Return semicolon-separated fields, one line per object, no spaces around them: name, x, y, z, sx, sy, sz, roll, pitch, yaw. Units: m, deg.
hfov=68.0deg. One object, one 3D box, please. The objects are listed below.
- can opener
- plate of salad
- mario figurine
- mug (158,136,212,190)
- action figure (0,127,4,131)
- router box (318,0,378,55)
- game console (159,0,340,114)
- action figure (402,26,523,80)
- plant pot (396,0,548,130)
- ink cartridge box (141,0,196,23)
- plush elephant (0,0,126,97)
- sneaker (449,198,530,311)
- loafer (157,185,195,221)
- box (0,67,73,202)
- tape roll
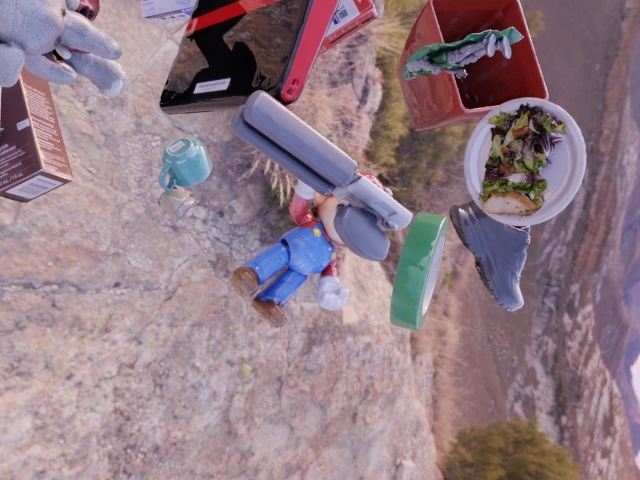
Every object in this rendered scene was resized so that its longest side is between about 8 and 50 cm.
can opener;0.008;-0.078;0.614;0.280;0.074;0.093;37;58;-22
plate of salad;0.307;-0.121;0.746;0.048;0.199;0.200;-9;112;-39
mario figurine;0.000;0.000;0.825;0.320;0.170;0.198;-46;153;-14
mug;-0.388;-0.223;1.352;0.097;0.129;0.158;76;13;-51
action figure;-1.034;-0.427;1.296;0.178;0.341;0.330;-102;167;-70
router box;-0.039;-0.729;1.405;0.336;0.301;0.082;63;14;6
game console;-0.104;-0.357;0.744;0.060;0.386;0.342;22;84;-42
action figure;0.239;-0.341;0.896;0.137;0.232;0.064;-7;99;-32
plant pot;0.338;-0.407;1.164;0.266;0.235;0.268;-13;86;-24
ink cartridge box;-0.409;-0.687;1.396;0.097;0.206;0.046;-41;126;-70
plush elephant;-0.443;-0.374;0.788;0.329;0.255;0.272;10;119;-41
sneaker;0.371;0.027;0.960;0.286;0.130;0.109;57;11;-27
loafer;-0.448;-0.120;1.469;0.092;0.268;0.102;45;76;-15
box;-0.928;-0.334;1.471;0.143;0.191;0.382;31;38;-74
tape roll;0.271;0.084;1.291;0.321;0.077;0.322;14;90;-70
